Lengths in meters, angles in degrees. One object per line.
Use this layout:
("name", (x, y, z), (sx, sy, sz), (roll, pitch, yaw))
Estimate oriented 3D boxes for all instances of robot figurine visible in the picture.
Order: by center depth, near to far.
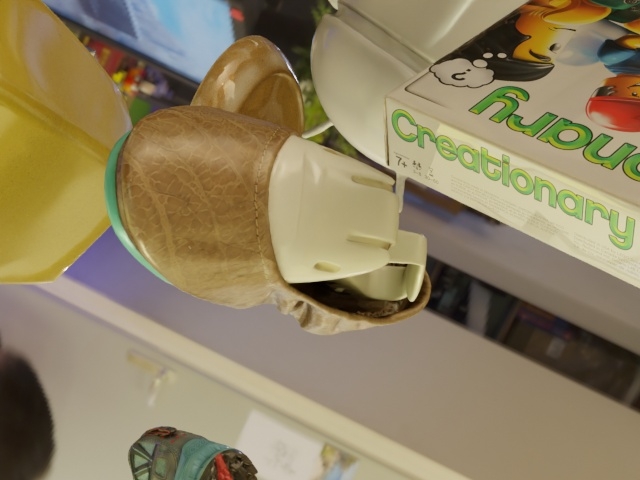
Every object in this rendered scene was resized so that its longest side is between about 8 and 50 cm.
("robot figurine", (0.127, -0.201, 0.926), (0.200, 0.300, 0.353), (25, 103, -50))

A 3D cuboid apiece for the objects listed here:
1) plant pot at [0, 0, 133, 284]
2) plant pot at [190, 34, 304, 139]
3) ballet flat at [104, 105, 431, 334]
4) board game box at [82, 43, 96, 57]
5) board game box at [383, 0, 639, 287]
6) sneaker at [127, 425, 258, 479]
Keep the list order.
("plant pot", (-0.273, -0.083, 0.909), (0.212, 0.187, 0.212), (-42, -136, 20))
("plant pot", (-0.066, -0.066, 0.959), (0.236, 0.032, 0.236), (15, 90, -71))
("ballet flat", (0.000, 0.000, 0.657), (0.342, 0.124, 0.116), (41, 53, -66))
("board game box", (-0.351, -0.207, 1.121), (0.035, 0.136, 0.201), (-65, 169, 23))
("board game box", (0.207, -0.043, 0.506), (0.193, 0.305, 0.053), (-37, 138, -31))
("sneaker", (-0.125, 0.276, 0.937), (0.104, 0.125, 0.261), (-18, 122, -50))
